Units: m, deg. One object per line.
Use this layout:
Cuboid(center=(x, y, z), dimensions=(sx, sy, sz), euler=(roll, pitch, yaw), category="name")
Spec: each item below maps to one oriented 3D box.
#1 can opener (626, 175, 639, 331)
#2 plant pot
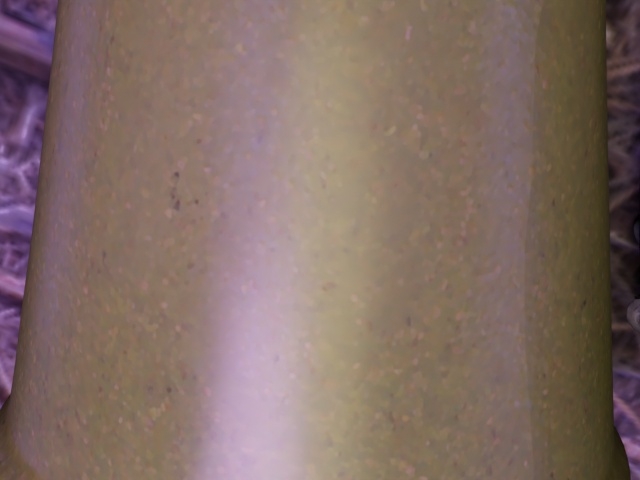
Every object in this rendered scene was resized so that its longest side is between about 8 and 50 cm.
Cuboid(center=(0.164, -0.023, 0.528), dimensions=(0.059, 0.073, 0.186), euler=(12, 124, 42), category="can opener")
Cuboid(center=(0.000, 0.000, 0.445), dimensions=(0.276, 0.276, 0.253), euler=(3, 107, 1), category="plant pot")
